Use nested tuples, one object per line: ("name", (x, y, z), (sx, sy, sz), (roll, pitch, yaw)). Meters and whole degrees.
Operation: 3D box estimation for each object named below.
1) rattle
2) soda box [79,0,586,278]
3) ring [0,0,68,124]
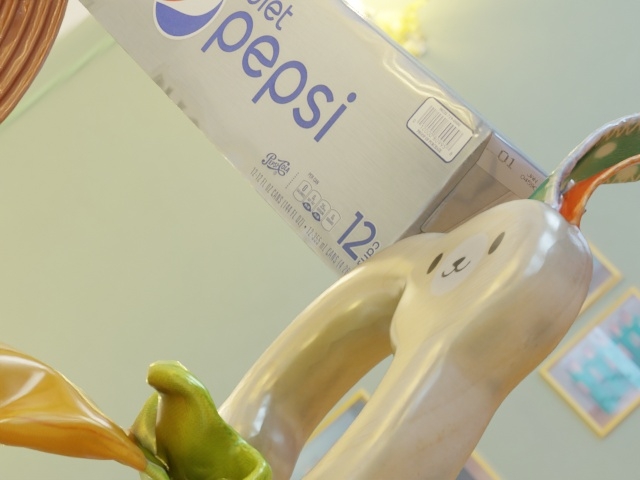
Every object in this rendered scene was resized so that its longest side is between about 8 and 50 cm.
("rattle", (0.000, 0.000, 0.387), (0.200, 0.143, 0.130), (-45, -1, 21))
("soda box", (-0.009, -0.075, 0.695), (0.091, 0.286, 0.098), (-50, -40, 8))
("ring", (-0.310, -0.175, 0.825), (0.336, 0.336, 0.032), (-40, -6, -11))
